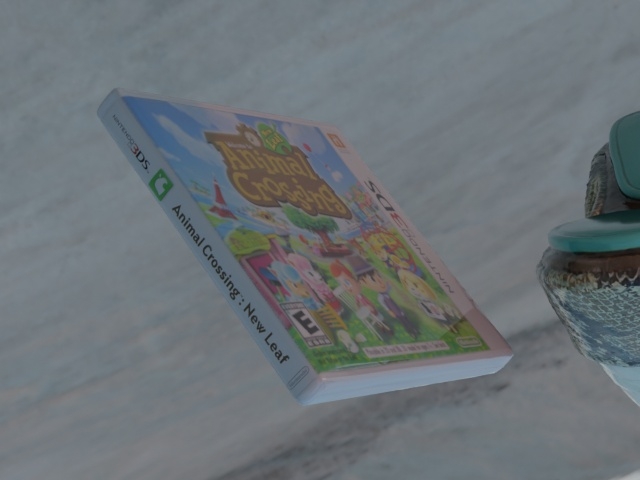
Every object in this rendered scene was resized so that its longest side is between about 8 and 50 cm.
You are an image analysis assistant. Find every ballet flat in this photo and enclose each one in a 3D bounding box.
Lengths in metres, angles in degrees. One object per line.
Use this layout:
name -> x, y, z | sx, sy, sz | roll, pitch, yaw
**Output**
ballet flat -> 0.259, 0.024, 0.909 | 0.164, 0.182, 0.483 | -6, -167, 18

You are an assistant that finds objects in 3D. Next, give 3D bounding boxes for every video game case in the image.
video game case -> 0.000, 0.000, 0.691 | 0.023, 0.193, 0.212 | -47, 156, 23
